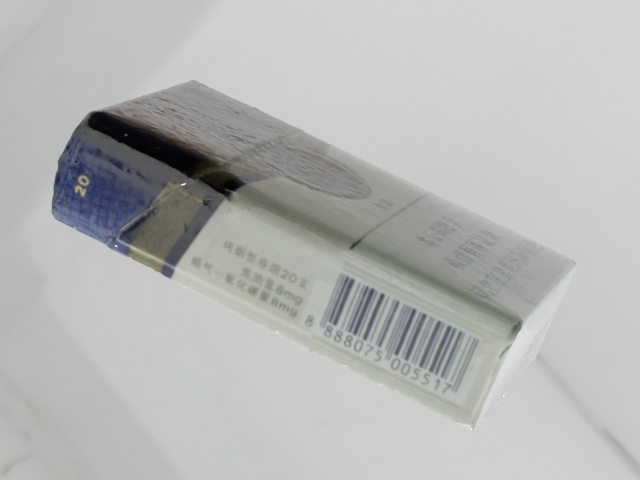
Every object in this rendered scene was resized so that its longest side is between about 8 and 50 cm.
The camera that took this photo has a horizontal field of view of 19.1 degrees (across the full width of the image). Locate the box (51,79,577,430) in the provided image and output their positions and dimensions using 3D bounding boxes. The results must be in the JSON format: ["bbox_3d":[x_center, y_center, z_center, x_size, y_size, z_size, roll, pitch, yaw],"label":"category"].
[{"bbox_3d":[0.000,0.000,1.042,0.259,0.071,0.168,27,-161,11],"label":"box"}]
